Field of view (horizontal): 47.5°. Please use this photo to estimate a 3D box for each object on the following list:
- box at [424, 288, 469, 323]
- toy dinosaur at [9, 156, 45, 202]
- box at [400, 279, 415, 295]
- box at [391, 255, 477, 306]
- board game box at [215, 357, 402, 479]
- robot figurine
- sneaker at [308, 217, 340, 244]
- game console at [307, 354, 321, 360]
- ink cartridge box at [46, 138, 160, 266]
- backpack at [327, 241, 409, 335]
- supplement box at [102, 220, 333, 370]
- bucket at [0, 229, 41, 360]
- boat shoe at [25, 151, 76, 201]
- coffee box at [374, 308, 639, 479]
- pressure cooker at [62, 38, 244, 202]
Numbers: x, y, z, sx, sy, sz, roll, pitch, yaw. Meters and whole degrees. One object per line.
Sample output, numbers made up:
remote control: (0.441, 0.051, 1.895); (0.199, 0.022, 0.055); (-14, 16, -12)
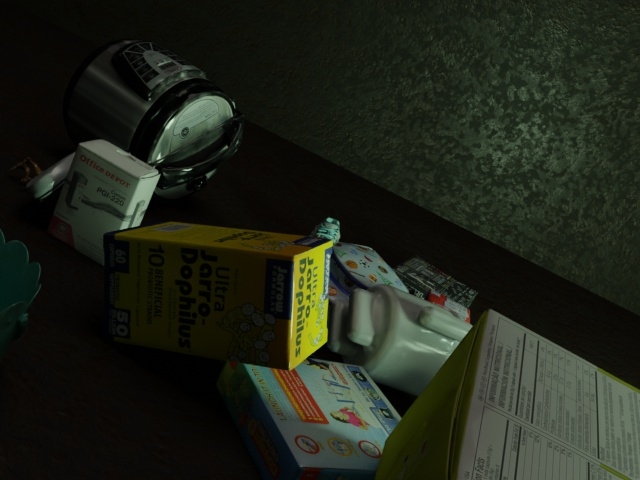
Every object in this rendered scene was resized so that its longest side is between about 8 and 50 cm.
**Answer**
box: (0.308, 0.238, 1.904); (0.128, 0.123, 0.257); (28, 17, 4)
toy dinosaur: (-0.659, -0.144, 1.703); (0.112, 0.064, 0.211); (52, 13, -24)
box: (0.163, 0.144, 2.042); (0.147, 0.077, 0.180); (34, 18, 20)
box: (0.349, 0.157, 2.290); (0.242, 0.076, 0.307); (32, 17, 15)
board game box: (0.010, 0.324, 1.261); (0.302, 0.086, 0.308); (15, 20, -34)
robot figurine: (0.185, 0.219, 1.553); (0.353, 0.300, 0.200); (22, 58, -25)
sneaker: (0.000, 0.000, 2.141); (0.110, 0.122, 0.283); (26, 17, -3)
game console: (-0.034, 0.235, 1.485); (0.122, 0.071, 0.107); (31, 17, 10)
ink cartridge box: (-0.453, -0.079, 1.520); (0.158, 0.218, 0.092); (29, 17, 7)
backpack: (0.058, 0.132, 1.724); (0.263, 0.213, 0.276); (1, 31, -38)
supplement box: (-0.178, 0.085, 1.277); (0.356, 0.194, 0.195); (6, 10, 18)
bucket: (-0.534, 0.086, 0.973); (0.281, 0.183, 0.281); (25, 17, -8)
boat shoe: (-0.553, -0.130, 1.654); (0.119, 0.121, 0.335); (59, 8, -12)
coffee box: (0.256, 0.366, 0.944); (0.334, 0.338, 0.338); (28, 36, 1)
pressure cooker: (-0.432, -0.312, 1.990); (0.420, 0.370, 0.375); (35, 2, 21)
